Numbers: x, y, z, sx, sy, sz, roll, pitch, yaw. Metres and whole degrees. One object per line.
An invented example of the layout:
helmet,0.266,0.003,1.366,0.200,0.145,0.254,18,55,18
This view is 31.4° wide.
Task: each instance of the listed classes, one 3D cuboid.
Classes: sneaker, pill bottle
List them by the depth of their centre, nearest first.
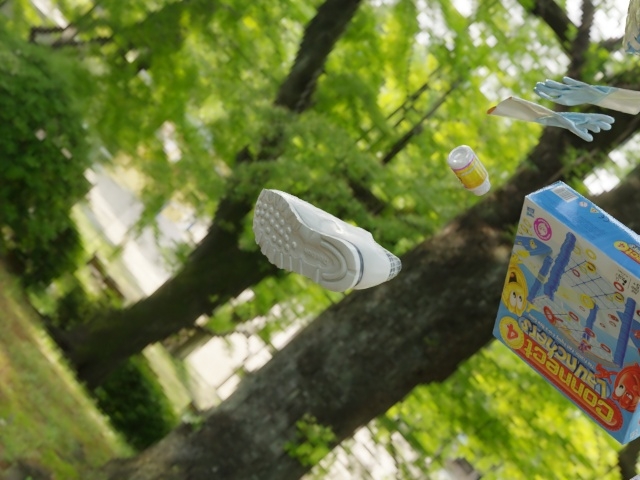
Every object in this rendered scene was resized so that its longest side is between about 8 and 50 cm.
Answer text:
sneaker,0.000,0.000,1.480,0.094,0.090,0.235,-8,31,-39
pill bottle,0.233,-0.106,1.764,0.083,0.043,0.043,48,3,-38

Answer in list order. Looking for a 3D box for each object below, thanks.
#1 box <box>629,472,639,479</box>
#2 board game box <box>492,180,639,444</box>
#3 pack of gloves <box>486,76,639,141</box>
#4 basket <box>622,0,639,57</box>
box,0.558,0.479,1.624,0.262,0.126,0.231,21,-45,59
board game box,0.431,0.114,1.809,0.308,0.086,0.302,42,-40,37
pack of gloves,0.432,-0.213,1.933,0.232,0.046,0.195,7,-14,-23
basket,0.660,-0.366,1.878,0.288,0.201,0.255,7,-9,5
